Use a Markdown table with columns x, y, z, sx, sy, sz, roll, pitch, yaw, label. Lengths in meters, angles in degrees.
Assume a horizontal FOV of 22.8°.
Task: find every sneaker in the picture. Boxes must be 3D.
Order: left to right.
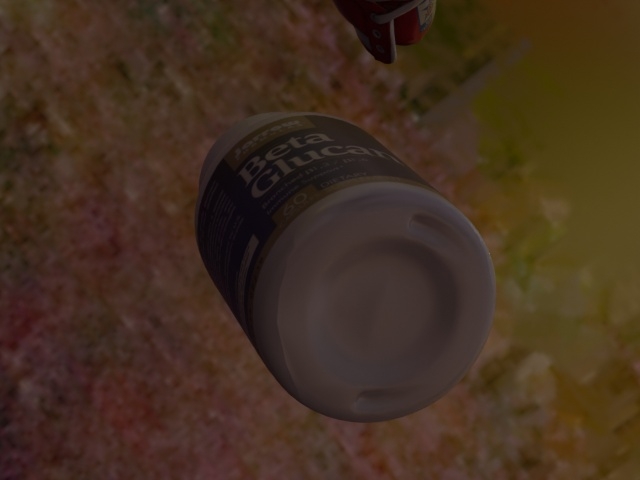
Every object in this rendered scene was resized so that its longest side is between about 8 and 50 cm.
| x | y | z | sx | sy | sz | roll | pitch | yaw | label |
| --- | --- | --- | --- | --- | --- | --- | --- | --- | --- |
| 0.026 | -0.089 | 0.496 | 0.067 | 0.042 | 0.118 | 49 | -7 | -20 | sneaker |

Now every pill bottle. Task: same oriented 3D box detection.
| x | y | z | sx | sy | sz | roll | pitch | yaw | label |
| --- | --- | --- | --- | --- | --- | --- | --- | --- | --- |
| 0.000 | 0.000 | 0.656 | 0.094 | 0.094 | 0.169 | 44 | 2 | -25 | pill bottle |
